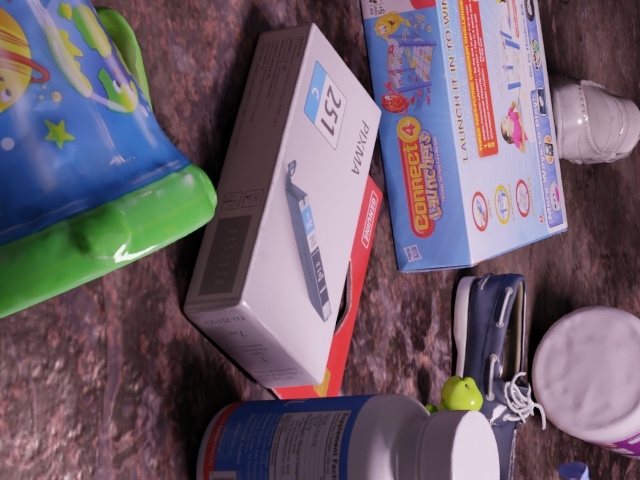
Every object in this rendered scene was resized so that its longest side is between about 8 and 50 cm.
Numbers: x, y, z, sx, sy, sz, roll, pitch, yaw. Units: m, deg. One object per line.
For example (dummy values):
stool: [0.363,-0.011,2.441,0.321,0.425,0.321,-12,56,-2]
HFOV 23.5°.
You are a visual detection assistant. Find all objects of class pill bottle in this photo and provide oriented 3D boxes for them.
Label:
pill bottle: [0.024,0.185,1.225,0.124,0.222,0.124,19,69,-60]
pill bottle: [0.397,0.191,1.969,0.301,0.169,0.169,26,62,-57]

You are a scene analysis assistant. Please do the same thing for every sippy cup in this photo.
sippy cup: [-0.207,-0.074,0.874,0.305,0.240,0.224,-161,-131,-79]

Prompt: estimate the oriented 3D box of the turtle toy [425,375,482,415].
turtle toy: [0.137,0.205,1.592,0.095,0.066,0.130,15,72,-60]

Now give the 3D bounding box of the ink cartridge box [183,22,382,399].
ink cartridge box: [0.000,0.000,1.383,0.261,0.066,0.296,49,44,-45]

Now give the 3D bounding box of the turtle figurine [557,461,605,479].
turtle figurine: [0.207,0.381,1.587,0.266,0.198,0.274,75,29,-49]

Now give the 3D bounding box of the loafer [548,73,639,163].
loafer: [0.346,-0.154,1.941,0.319,0.111,0.112,-1,84,-74]

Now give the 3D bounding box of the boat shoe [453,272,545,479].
boat shoe: [0.198,0.162,1.700,0.095,0.079,0.254,24,64,-58]

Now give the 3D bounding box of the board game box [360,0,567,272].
board game box: [0.165,-0.139,1.689,0.302,0.086,0.308,-15,98,-61]
